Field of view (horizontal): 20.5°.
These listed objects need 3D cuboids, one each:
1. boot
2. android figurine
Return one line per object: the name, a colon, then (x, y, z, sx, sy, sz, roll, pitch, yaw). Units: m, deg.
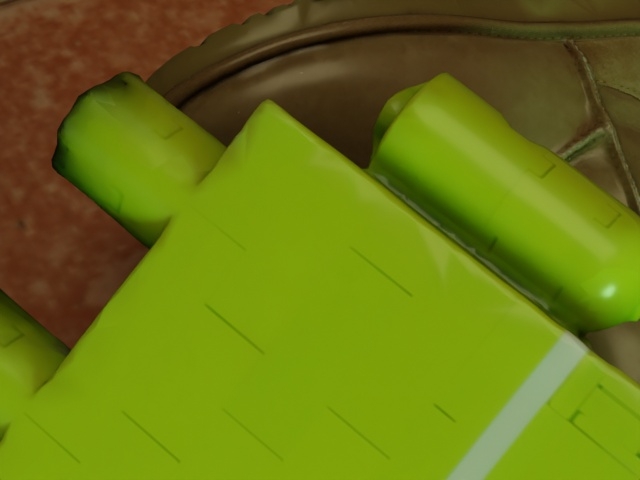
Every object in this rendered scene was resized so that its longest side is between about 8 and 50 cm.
boot: (0.078, 0.040, 0.606, 0.236, 0.089, 0.270, -11, 65, -18)
android figurine: (0.003, 0.074, 0.542, 0.273, 0.056, 0.248, 37, 92, 15)
